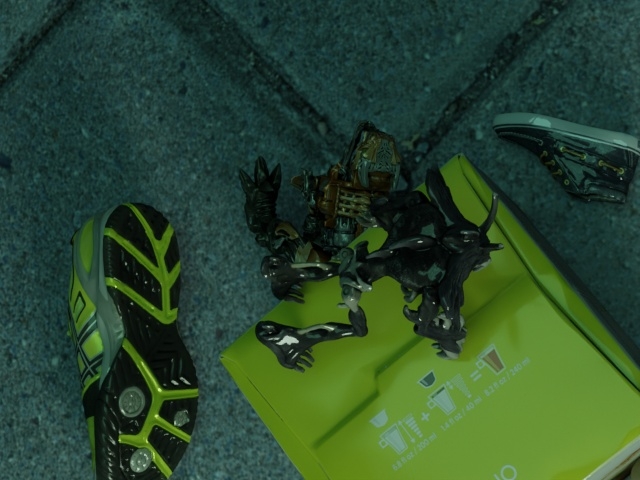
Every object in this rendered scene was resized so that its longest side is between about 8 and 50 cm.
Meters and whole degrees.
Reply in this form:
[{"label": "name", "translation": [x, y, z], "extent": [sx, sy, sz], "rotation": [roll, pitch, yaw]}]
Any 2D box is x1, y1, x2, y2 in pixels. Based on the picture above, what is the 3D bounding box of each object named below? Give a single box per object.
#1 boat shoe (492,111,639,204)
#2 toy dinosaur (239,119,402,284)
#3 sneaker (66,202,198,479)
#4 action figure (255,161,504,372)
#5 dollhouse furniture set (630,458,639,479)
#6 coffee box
[{"label": "boat shoe", "translation": [0.288, -0.099, 1.528], "extent": [0.183, 0.065, 0.083], "rotation": [13, 84, 20]}, {"label": "toy dinosaur", "translation": [0.000, 0.000, 1.523], "extent": [0.322, 0.164, 0.218], "rotation": [-54, 38, 15]}, {"label": "sneaker", "translation": [-0.257, 0.148, 1.665], "extent": [0.147, 0.145, 0.385], "rotation": [-8, 80, 50]}, {"label": "action figure", "translation": [0.073, 0.030, 1.191], "extent": [0.275, 0.141, 0.164], "rotation": [-20, 70, 33]}, {"label": "dollhouse furniture set", "translation": [0.307, 0.347, 1.350], "extent": [0.161, 0.212, 0.242], "rotation": [30, 78, 30]}, {"label": "coffee box", "translation": [0.162, 0.163, 1.386], "extent": [0.337, 0.334, 0.338], "rotation": [-40, 71, 10]}]
